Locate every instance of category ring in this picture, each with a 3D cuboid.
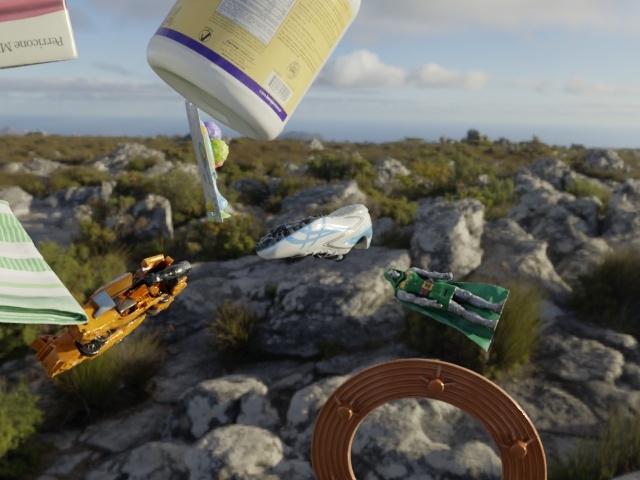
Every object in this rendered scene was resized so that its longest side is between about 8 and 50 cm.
[{"bbox_3d":[0.147,0.327,0.901,0.336,0.336,0.032,4,16,14],"label":"ring"}]

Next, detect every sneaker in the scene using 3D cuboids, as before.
[{"bbox_3d":[0.000,0.000,0.992,0.237,0.086,0.085,-16,3,-44],"label":"sneaker"}]

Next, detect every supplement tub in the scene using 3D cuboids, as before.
[{"bbox_3d":[-0.087,-0.349,0.981,0.241,0.331,0.241,32,-4,2],"label":"supplement tub"}]

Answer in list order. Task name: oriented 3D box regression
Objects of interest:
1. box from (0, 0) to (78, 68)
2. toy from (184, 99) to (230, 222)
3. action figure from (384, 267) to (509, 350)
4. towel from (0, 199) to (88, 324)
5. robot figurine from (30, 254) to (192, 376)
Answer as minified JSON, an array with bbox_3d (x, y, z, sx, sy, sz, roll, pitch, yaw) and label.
[{"bbox_3d":[-0.338,-0.279,0.590,0.148,0.232,0.127,-18,23,-28],"label":"box"},{"bbox_3d":[-0.204,-0.155,1.194,0.056,0.237,0.137,-10,8,-20],"label":"toy"},{"bbox_3d":[0.228,0.105,1.202,0.232,0.063,0.137,20,57,17],"label":"action figure"},{"bbox_3d":[-0.476,0.007,0.816,0.248,0.038,0.325,12,18,-48],"label":"towel"},{"bbox_3d":[-0.351,0.116,1.112,0.085,0.211,0.291,48,32,3],"label":"robot figurine"}]
